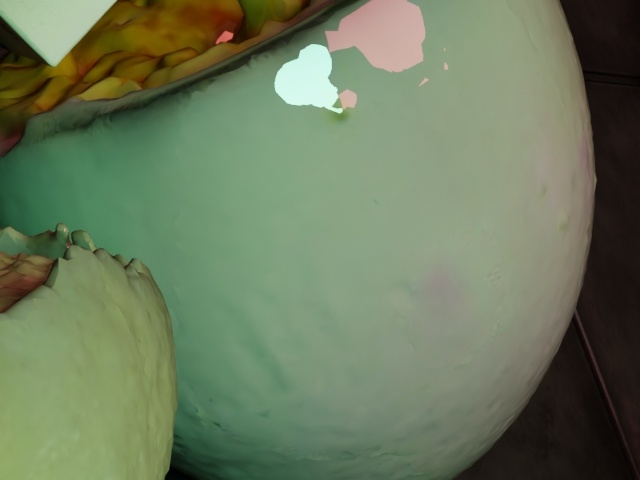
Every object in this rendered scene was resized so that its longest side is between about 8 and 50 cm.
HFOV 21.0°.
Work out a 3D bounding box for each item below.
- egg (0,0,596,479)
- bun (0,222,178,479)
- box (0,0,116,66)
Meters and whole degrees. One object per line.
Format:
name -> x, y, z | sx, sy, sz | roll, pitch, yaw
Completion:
egg -> 0.000, 0.000, 0.990 | 0.340, 0.354, 0.354 | 64, 32, -22
bun -> -0.228, 0.107, 0.628 | 0.364, 0.364, 0.202 | -14, 102, -54
box -> -0.207, -0.183, 0.939 | 0.069, 0.256, 0.164 | -47, 112, -7
